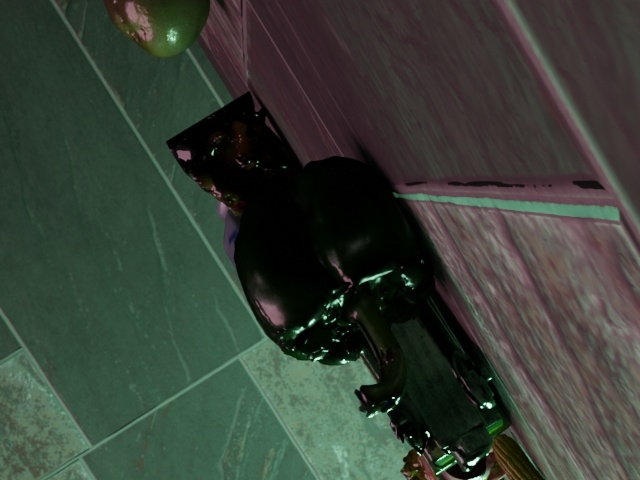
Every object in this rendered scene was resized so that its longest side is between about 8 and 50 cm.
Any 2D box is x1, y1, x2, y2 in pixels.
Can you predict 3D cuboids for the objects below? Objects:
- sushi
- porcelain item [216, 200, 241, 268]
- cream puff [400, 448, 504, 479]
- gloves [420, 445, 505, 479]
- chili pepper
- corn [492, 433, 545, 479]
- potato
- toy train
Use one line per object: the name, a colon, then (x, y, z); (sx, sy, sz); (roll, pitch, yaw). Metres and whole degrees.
sushi: (-0.165, -0.150, 1.849); (0.227, 0.215, 0.212); (59, 177, -22)
porcelain item: (-0.091, 0.004, 2.014); (0.405, 0.242, 0.178); (-124, 16, -48)
cream puff: (0.264, 0.495, 1.734); (0.282, 0.185, 0.282); (57, 174, 9)
gloves: (0.202, 0.306, 1.311); (0.145, 0.126, 0.241); (55, 171, 16)
chili pepper: (0.024, 0.050, 0.847); (0.261, 0.174, 0.165); (63, -176, 27)
corn: (0.236, 0.271, 1.057); (0.037, 0.037, 0.092); (60, 180, -39)
potato: (-0.251, -0.386, 1.335); (0.235, 0.160, 0.178); (68, 156, 17)
toy train: (0.099, 0.124, 1.002); (0.301, 0.120, 0.202); (57, -179, 22)
